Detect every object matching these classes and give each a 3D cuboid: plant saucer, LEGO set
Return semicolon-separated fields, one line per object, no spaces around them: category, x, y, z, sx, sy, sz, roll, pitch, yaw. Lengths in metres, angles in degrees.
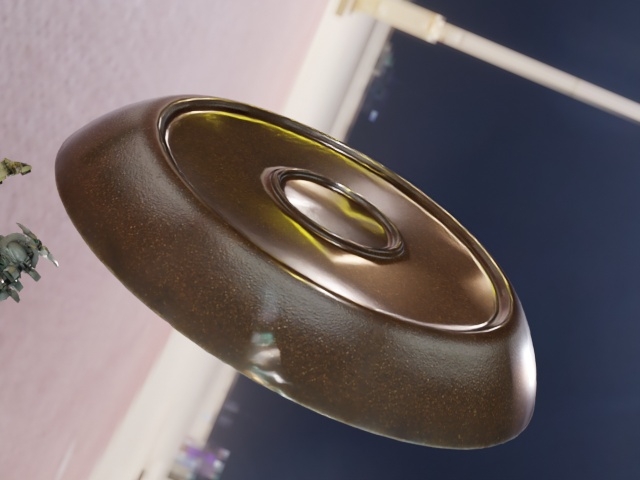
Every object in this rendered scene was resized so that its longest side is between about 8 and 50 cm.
plant saucer;0.000;0.000;0.800;0.050;0.311;0.310;-60;-177;21
LEGO set;-0.151;0.000;0.656;0.023;0.054;0.083;-14;-89;59
